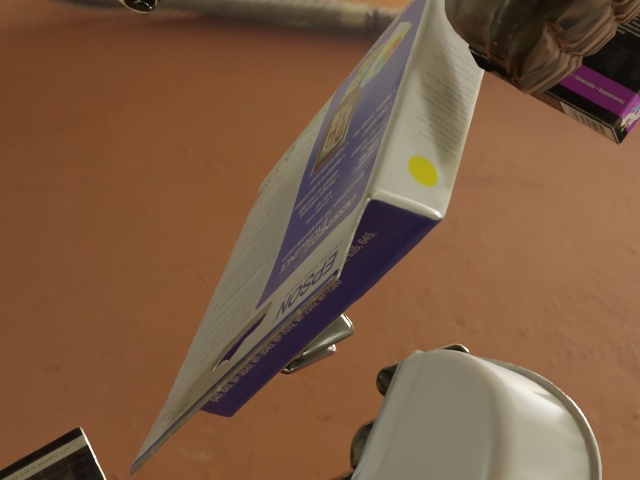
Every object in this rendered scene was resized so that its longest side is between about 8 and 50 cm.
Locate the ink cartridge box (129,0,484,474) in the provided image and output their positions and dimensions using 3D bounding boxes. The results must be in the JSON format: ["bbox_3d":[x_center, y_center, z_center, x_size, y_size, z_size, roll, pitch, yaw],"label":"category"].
[{"bbox_3d":[0.000,0.000,0.970,0.072,0.303,0.307,30,-132,-14],"label":"ink cartridge box"}]

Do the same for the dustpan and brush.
[{"bbox_3d":[0.082,0.111,0.547,0.211,0.060,0.147,-21,-137,63],"label":"dustpan and brush"}]

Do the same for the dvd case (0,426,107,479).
[{"bbox_3d":[-0.268,0.322,1.379,0.164,0.018,0.221,-29,-112,-3],"label":"dvd case"}]

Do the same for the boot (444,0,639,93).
[{"bbox_3d":[0.078,-0.230,0.452,0.222,0.118,0.338,32,-101,7],"label":"boot"}]

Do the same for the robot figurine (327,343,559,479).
[{"bbox_3d":[0.142,0.237,1.409,0.278,0.209,0.173,-20,-149,-22],"label":"robot figurine"}]

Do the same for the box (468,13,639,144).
[{"bbox_3d":[0.187,-0.153,0.861,0.116,0.029,0.162,35,-95,31],"label":"box"}]

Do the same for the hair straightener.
[{"bbox_3d":[-0.043,0.109,1.451,0.230,0.089,0.047,-12,-119,-48],"label":"hair straightener"}]

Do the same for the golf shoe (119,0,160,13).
[{"bbox_3d":[-0.030,-0.178,0.719,0.198,0.077,0.094,-27,-130,5],"label":"golf shoe"}]
